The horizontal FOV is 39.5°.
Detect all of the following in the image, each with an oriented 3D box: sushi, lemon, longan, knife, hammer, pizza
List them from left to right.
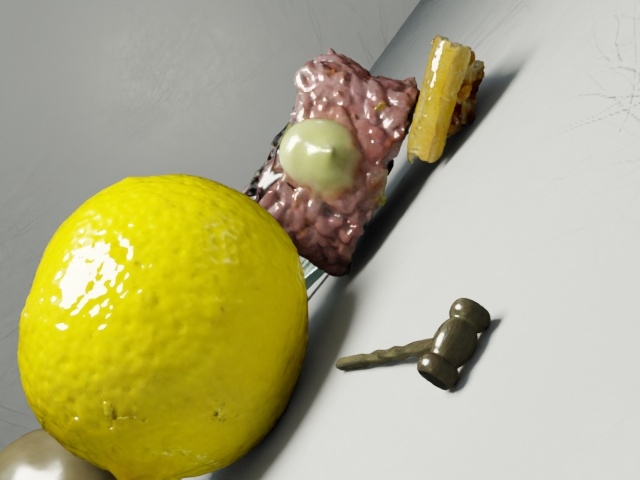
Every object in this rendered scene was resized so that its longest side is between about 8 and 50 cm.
[{"bbox_3d":[-0.289,0.334,1.031,0.248,0.248,0.248,-53,7,10],"label":"longan"},{"bbox_3d":[-0.163,0.090,0.958,0.336,0.336,0.336,-53,7,10],"label":"lemon"},{"bbox_3d":[0.000,0.000,1.455,0.044,0.023,0.162,-46,10,28],"label":"knife"},{"bbox_3d":[0.011,-0.102,1.114,0.236,0.171,0.270,-59,-6,-82],"label":"sushi"},{"bbox_3d":[0.054,0.092,0.701,0.058,0.029,0.292,-54,5,-18],"label":"hammer"},{"bbox_3d":[0.158,-0.175,1.062,0.194,0.069,0.154,-49,-28,-61],"label":"pizza"}]

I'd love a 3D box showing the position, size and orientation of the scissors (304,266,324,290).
[{"bbox_3d":[-0.129,0.156,1.288,0.447,0.192,0.029,-41,54,14],"label":"scissors"}]
